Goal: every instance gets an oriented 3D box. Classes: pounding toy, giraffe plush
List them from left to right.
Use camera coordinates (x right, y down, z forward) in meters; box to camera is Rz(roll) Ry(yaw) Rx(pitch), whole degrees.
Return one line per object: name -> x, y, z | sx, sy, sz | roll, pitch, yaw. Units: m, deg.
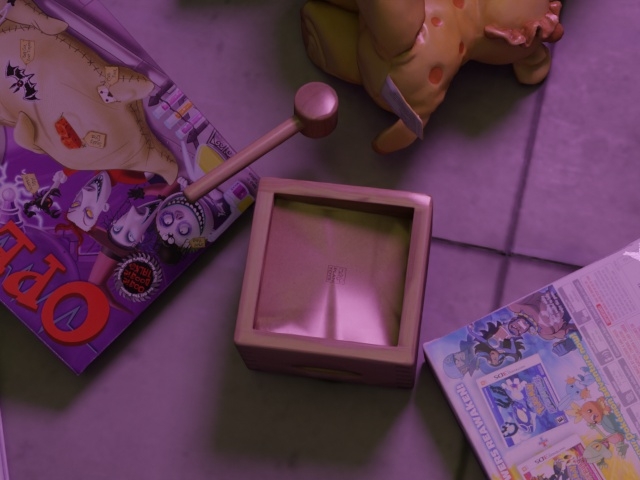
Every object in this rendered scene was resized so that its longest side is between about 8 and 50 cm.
pounding toy -> -0.008, -0.006, 0.992 | 0.181, 0.094, 0.206 | 6, 72, 6
giraffe plush -> 0.097, -0.181, 1.016 | 0.170, 0.181, 0.210 | -21, 67, -19

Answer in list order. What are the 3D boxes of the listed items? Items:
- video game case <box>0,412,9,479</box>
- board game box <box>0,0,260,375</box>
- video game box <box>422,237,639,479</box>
video game case -> -0.346, 0.191, 0.999 | 0.227, 0.026, 0.206 | -13, 71, 0
board game box -> -0.225, -0.093, 0.970 | 0.208, 0.056, 0.347 | -45, 109, -5
video game box -> 0.200, 0.127, 0.953 | 0.187, 0.048, 0.205 | -25, 71, -5
